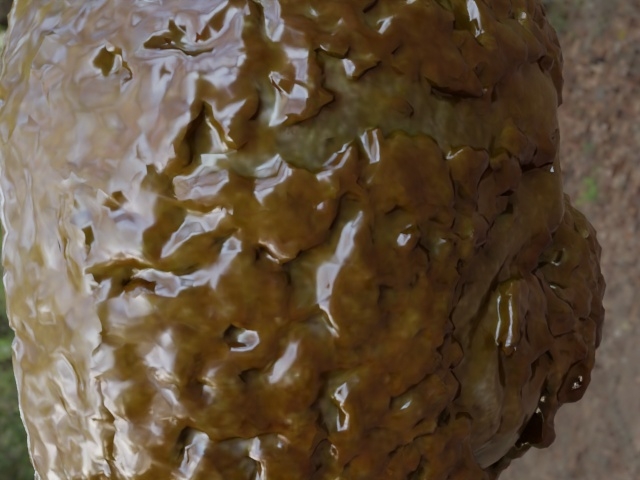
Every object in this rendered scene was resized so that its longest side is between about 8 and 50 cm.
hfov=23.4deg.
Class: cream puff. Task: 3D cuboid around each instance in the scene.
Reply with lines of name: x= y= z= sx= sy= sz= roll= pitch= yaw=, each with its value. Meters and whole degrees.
cream puff: x=0.000 y=0.000 z=0.586 sx=0.303 sy=0.212 sz=0.303 roll=-2 pitch=-90 yaw=-80
